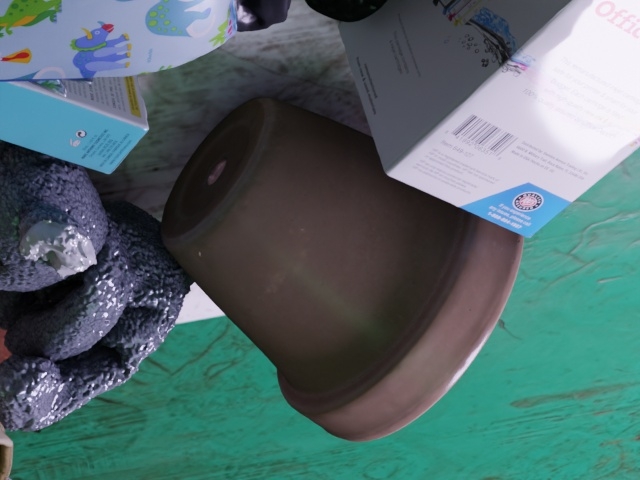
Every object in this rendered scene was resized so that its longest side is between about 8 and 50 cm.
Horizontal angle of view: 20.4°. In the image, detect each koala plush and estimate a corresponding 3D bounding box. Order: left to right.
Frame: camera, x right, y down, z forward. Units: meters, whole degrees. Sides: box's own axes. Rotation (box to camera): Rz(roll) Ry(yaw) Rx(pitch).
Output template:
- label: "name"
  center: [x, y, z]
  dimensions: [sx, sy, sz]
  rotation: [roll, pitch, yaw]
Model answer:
- label: "koala plush"
  center: [-0.218, 0.002, 1.433]
  dimensions: [0.203, 0.196, 0.221]
  rotation: [-25, 141, -7]

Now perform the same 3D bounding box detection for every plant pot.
- label: "plant pot"
  center: [0.000, 0.000, 1.474]
  dimensions: [0.229, 0.263, 0.263]
  rotation: [35, 122, -22]

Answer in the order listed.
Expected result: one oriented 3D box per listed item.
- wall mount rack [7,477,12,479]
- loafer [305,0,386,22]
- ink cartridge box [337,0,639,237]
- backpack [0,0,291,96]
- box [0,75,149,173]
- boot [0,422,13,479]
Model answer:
- label: "wall mount rack"
  center: [-0.388, 0.224, 1.563]
  dimensions: [0.304, 0.130, 0.350]
  rotation: [-10, 168, 21]
- label: "loafer"
  center: [0.037, -0.238, 1.301]
  dimensions: [0.076, 0.078, 0.223]
  rotation: [21, 151, -2]
- label: "ink cartridge box"
  center: [0.164, -0.153, 1.369]
  dimensions: [0.171, 0.168, 0.232]
  rotation: [23, 128, -38]
- label: "backpack"
  center: [-0.181, -0.233, 1.128]
  dimensions: [0.355, 0.273, 0.290]
  rotation: [8, 143, -5]
- label: "box"
  center: [-0.249, -0.133, 1.313]
  dimensions: [0.244, 0.100, 0.060]
  rotation: [18, 131, -34]
- label: "boot"
  center: [-0.332, 0.097, 1.386]
  dimensions: [0.095, 0.203, 0.262]
  rotation: [-33, 154, -18]
